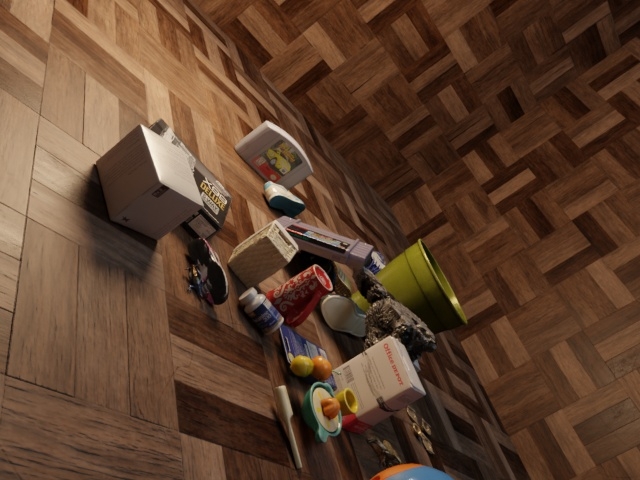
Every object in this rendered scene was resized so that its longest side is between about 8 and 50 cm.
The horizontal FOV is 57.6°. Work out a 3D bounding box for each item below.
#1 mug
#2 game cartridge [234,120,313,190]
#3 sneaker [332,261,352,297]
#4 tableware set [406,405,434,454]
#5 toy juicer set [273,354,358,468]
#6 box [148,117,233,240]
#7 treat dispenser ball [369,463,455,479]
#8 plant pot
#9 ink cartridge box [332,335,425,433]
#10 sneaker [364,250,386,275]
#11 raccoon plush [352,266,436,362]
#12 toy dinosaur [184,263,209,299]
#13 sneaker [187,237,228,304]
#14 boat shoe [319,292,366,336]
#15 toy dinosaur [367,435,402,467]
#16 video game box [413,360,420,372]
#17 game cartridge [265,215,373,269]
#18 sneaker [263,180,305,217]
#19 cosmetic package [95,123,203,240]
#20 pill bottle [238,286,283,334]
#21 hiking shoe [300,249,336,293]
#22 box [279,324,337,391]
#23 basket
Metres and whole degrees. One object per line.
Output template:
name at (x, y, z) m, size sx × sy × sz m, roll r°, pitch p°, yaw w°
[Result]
mug at (-0.049, 0.167, 1.679) m, size 0.113 × 0.169 × 0.150 m, roll 26°, pitch 32°, yaw -61°
game cartridge at (-0.170, -0.324, 2.289) m, size 0.294 × 0.196 × 0.060 m, roll 43°, pitch 19°, yaw -35°
sneaker at (0.062, 0.139, 2.268) m, size 0.192 × 0.064 × 0.086 m, roll 58°, pitch 11°, yaw 2°
tableware set at (0.363, 0.681, 2.101) m, size 0.141 × 0.020 × 0.169 m, roll 49°, pitch 16°, yaw -21°
toy juicer set at (-0.010, 0.383, 1.429) m, size 0.209 × 0.089 × 0.329 m, roll 64°, pitch 23°, yaw 3°
box at (-0.377, -0.165, 1.574) m, size 0.307 × 0.076 × 0.242 m, roll 49°, pitch 16°, yaw -19°
treat dispenser ball at (0.202, 0.630, 1.241) m, size 0.288 × 0.288 × 0.288 m, roll 49°, pitch 17°, yaw -20°
plant pot at (0.319, 0.239, 2.238) m, size 0.366 × 0.353 × 0.366 m, roll 55°, pitch 13°, yaw -20°
ink cartridge box at (0.153, 0.408, 1.646) m, size 0.100 × 0.237 × 0.172 m, roll 38°, pitch 23°, yaw -46°
sneaker at (0.255, 0.153, 2.719) m, size 0.182 × 0.127 × 0.316 m, roll 29°, pitch 23°, yaw -50°
raccoon plush at (0.177, 0.329, 1.904) m, size 0.216 × 0.299 × 0.446 m, roll 33°, pitch 13°, yaw -36°
toy dinosaur at (-0.285, 0.098, 1.376) m, size 0.090 × 0.047 × 0.082 m, roll -93°, pitch 164°, yaw -80°
sneaker at (-0.262, 0.077, 1.437) m, size 0.178 × 0.072 × 0.077 m, roll 68°, pitch 9°, yaw 24°
boat shoe at (0.076, 0.249, 2.029) m, size 0.099 × 0.116 × 0.319 m, roll 42°, pitch 4°, yaw 40°
toy dinosaur at (0.210, 0.630, 1.701) m, size 0.183 × 0.053 × 0.093 m, roll 45°, pitch 17°, yaw -30°
video game box at (0.338, 0.441, 2.476) m, size 0.187 × 0.048 × 0.205 m, roll 48°, pitch 17°, yaw -30°
game cartridge at (0.000, 0.000, 2.017) m, size 0.354 × 0.068 × 0.230 m, roll 19°, pitch 9°, yaw 9°
sneaker at (-0.136, -0.160, 2.257) m, size 0.228 × 0.087 × 0.092 m, roll 32°, pitch 25°, yaw -58°
cosmetic package at (-0.390, -0.129, 1.329) m, size 0.151 × 0.151 × 0.184 m, roll 31°, pitch 29°, yaw -56°
pill bottle at (-0.157, 0.183, 1.521) m, size 0.120 × 0.067 × 0.067 m, roll 51°, pitch 16°, yaw -12°
hiking shoe at (-0.006, 0.088, 2.140) m, size 0.304 × 0.113 × 0.132 m, roll -92°, pitch 166°, yaw -62°
box at (-0.045, 0.327, 1.607) m, size 0.225 × 0.036 × 0.136 m, roll 41°, pitch 21°, yaw -42°
basket at (-0.162, 0.042, 1.620) m, size 0.113 × 0.167 × 0.103 m, roll 52°, pitch 21°, yaw -11°
